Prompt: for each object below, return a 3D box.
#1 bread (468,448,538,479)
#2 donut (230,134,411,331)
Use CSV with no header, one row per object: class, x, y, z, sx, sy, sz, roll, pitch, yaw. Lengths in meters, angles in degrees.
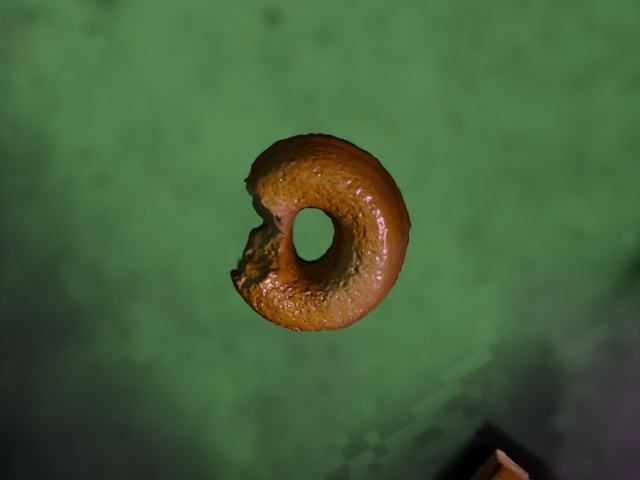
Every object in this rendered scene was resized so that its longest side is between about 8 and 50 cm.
bread,0.062,0.228,0.681,0.088,0.049,0.226,38,98,-5
donut,0.000,0.000,0.650,0.097,0.043,0.108,5,103,1
